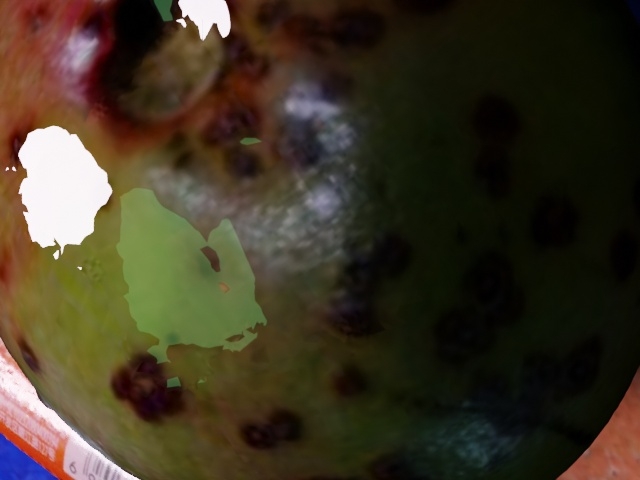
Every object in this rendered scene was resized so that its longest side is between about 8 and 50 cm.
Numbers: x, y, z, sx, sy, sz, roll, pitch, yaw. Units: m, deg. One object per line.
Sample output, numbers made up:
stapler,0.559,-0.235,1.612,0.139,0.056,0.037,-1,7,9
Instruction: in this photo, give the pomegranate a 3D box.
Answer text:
pomegranate,0.010,0.009,0.621,0.242,0.242,0.306,21,149,35

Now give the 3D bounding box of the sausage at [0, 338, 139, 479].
sausage,-0.085,0.104,0.877,0.274,0.074,0.074,31,134,27
